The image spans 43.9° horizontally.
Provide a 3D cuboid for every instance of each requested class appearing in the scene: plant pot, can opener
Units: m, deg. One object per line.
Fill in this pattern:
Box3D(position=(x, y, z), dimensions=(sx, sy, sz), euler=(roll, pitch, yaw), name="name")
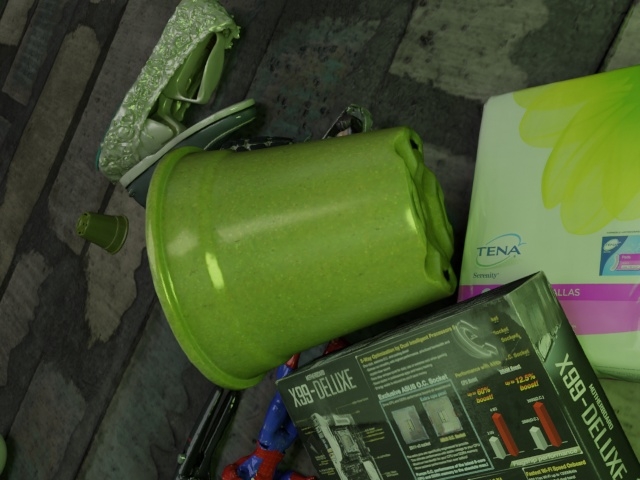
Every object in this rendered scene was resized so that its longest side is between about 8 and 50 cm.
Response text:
Box3D(position=(0.000, 0.000, 0.839), dimensions=(0.254, 0.276, 0.276), euler=(-14, 61, 18), name="plant pot")
Box3D(position=(-0.438, -0.022, 1.576), dimensions=(0.083, 0.079, 0.083), euler=(-21, 60, 42), name="plant pot")
Box3D(position=(-0.174, 0.297, 1.157), dimensions=(0.073, 0.059, 0.186), euler=(22, 91, 51), name="can opener")

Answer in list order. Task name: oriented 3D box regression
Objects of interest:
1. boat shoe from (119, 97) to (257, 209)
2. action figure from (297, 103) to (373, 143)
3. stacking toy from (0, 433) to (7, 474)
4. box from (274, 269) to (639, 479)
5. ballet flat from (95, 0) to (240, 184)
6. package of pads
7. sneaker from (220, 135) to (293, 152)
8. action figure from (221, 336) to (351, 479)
Box3D(position=(-0.218, -0.143, 1.395), dimensions=(0.319, 0.116, 0.099), euler=(-28, 97, 30), name="boat shoe")
Box3D(position=(0.033, -0.084, 1.064), dimensions=(0.285, 0.099, 0.185), euler=(46, 118, 52), name="action figure")
Box3D(position=(-0.770, 0.595, 1.564), dimensions=(0.350, 0.350, 0.480), euler=(-17, 45, 43), name="stacking toy")
Box3D(position=(0.123, 0.194, 0.756), dimensions=(0.307, 0.076, 0.242), euler=(-29, 86, 41), name="box")
Box3D(position=(-0.280, -0.263, 1.474), dimensions=(0.147, 0.147, 0.409), euler=(43, 107, 48), name="ballet flat")
Box3D(position=(0.255, -0.015, 0.781), dimensions=(0.229, 0.101, 0.297), euler=(-3, 71, 46), name="package of pads")
Box3D(position=(-0.095, -0.079, 1.158), dimensions=(0.275, 0.107, 0.110), euler=(-84, -9, -60), name="sneaker")
Box3D(position=(-0.039, 0.257, 0.995), dimensions=(0.280, 0.091, 0.139), euler=(-62, 31, 8), name="action figure")
